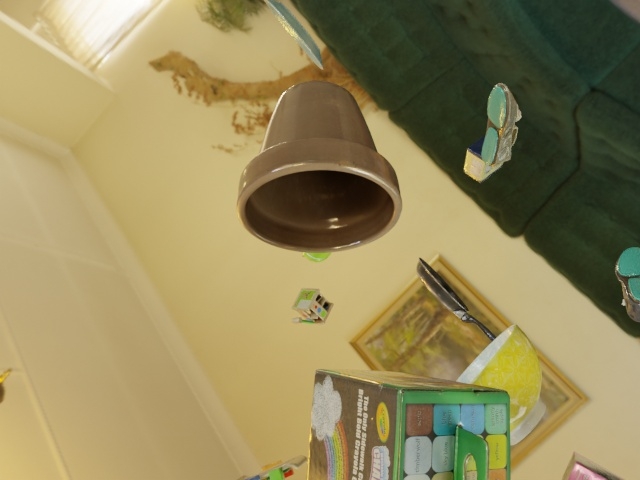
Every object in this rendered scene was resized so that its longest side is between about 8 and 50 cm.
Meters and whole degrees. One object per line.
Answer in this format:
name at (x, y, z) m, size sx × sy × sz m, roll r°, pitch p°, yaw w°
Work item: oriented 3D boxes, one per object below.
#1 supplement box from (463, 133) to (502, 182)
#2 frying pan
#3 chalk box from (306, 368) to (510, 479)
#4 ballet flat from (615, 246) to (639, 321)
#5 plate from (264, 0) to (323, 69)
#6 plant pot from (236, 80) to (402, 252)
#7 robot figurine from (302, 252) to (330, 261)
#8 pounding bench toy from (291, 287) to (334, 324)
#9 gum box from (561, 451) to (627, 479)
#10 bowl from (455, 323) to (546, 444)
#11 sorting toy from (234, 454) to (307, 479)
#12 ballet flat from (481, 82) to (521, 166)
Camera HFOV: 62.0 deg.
supplement box at (0.398, -0.200, 1.289) m, size 0.056 × 0.083 × 0.083 m, roll 43°, pitch 158°, yaw 30°
frying pan at (0.368, 0.174, 1.435) m, size 0.326 × 0.053 × 0.197 m, roll 50°, pitch -169°, yaw 15°
chalk box at (0.127, 0.273, 0.693) m, size 0.179 × 0.180 × 0.289 m, roll 9°, pitch 171°, yaw -27°
ballet flat at (0.622, 0.090, 1.048) m, size 0.074 × 0.074 × 0.203 m, roll 43°, pitch -144°, yaw -5°
plate at (-0.050, -0.435, 1.106) m, size 0.188 × 0.024 × 0.188 m, roll 48°, pitch -171°, yaw -10°
plant pot at (-0.001, -0.137, 0.897) m, size 0.263 × 0.263 × 0.229 m, roll 35°, pitch -135°, yaw -46°
robot figurine at (0.000, 0.000, 1.115) m, size 0.101 × 0.115 × 0.067 m, roll -3°, pitch -124°, yaw -28°
pounding bench toy at (-0.021, 0.152, 1.112) m, size 0.052 × 0.083 × 0.065 m, roll -3°, pitch 139°, yaw 45°
gum box at (0.494, 0.439, 0.947) m, size 0.107 × 0.062 × 0.188 m, roll 25°, pitch 177°, yaw 28°
bowl at (0.380, 0.337, 1.137) m, size 0.156 × 0.289 × 0.289 m, roll 42°, pitch -173°, yaw 16°
sorting toy at (-0.136, 0.647, 1.459) m, size 0.348 × 0.195 × 0.047 m, roll 63°, pitch -173°, yaw -73°
ballet flat at (0.390, -0.249, 1.133) m, size 0.213 × 0.068 × 0.072 m, roll 81°, pitch 166°, yaw -51°
